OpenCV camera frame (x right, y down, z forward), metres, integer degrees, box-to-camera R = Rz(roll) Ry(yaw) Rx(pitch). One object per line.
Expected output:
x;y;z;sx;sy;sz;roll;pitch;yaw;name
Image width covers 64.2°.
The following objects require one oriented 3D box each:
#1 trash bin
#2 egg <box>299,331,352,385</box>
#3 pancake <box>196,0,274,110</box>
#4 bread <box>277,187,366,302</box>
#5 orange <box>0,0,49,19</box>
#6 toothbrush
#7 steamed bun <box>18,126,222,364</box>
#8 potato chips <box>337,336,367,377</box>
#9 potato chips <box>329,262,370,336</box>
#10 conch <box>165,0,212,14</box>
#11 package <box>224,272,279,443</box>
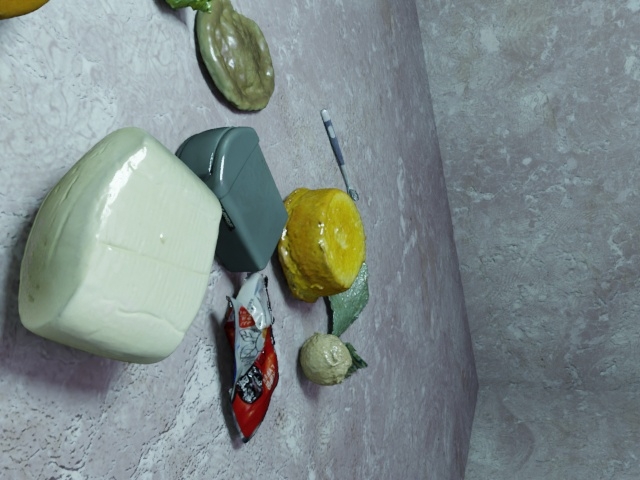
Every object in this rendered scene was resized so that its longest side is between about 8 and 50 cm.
-0.149;-0.079;0.877;0.177;0.101;0.236;-71;148;-44;trash bin
0.012;0.262;1.128;0.140;0.116;0.118;92;1;-63;egg
-0.153;-0.355;0.982;0.236;0.042;0.223;44;43;-56;pancake
0.000;0.000;1.121;0.268;0.145;0.269;27;59;-57;bread
-0.326;-0.315;0.446;0.249;0.183;0.249;23;64;-60;orange
0.055;-0.230;1.414;0.024;0.026;0.288;-31;120;-16;toothbrush
-0.238;0.008;0.603;0.200;0.154;0.250;40;57;-52;steamed bun
0.065;0.317;1.315;0.092;0.028;0.207;-55;143;-15;potato chips
0.065;0.141;1.323;0.167;0.059;0.229;2;85;-46;potato chips
-0.220;-0.406;0.810;0.121;0.074;0.089;42;21;-26;conch
-0.124;0.198;0.921;0.194;0.071;0.270;-42;135;-57;package
